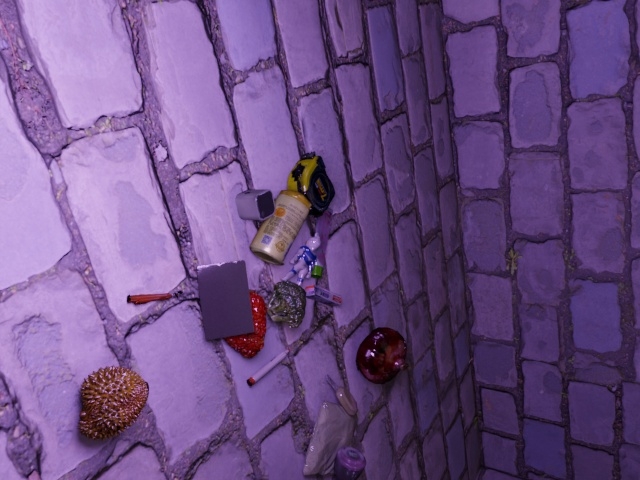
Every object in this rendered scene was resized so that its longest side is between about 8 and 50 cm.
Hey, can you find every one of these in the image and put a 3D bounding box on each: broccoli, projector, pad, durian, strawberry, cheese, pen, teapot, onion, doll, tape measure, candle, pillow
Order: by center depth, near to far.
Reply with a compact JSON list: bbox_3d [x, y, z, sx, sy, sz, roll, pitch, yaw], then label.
[{"bbox_3d":[-0.473,0.363,1.231,0.168,0.137,0.158,-21,131,-44],"label":"durian"},{"bbox_3d":[-0.420,0.146,1.383,0.167,0.021,0.026,1,72,-55],"label":"candle"},{"bbox_3d":[-0.268,0.167,1.526,0.143,0.003,0.211,-7,92,-19],"label":"pad"},{"bbox_3d":[-0.224,0.259,1.610,0.174,0.098,0.228,-15,103,-53],"label":"strawberry"},{"bbox_3d":[-0.196,-0.109,1.634,0.083,0.082,0.083,-32,119,-50],"label":"projector"},{"bbox_3d":[-0.105,0.207,1.752,0.162,0.138,0.146,58,0,5],"label":"broccoli"},{"bbox_3d":[-0.165,0.411,1.776,0.218,0.026,0.026,-32,118,-50],"label":"pen"},{"bbox_3d":[-0.042,-0.178,1.834,0.199,0.112,0.186,62,38,-30],"label":"tape measure"},{"bbox_3d":[-0.056,0.070,1.883,0.114,0.057,0.227,50,62,-38],"label":"doll"},{"bbox_3d":[0.096,0.855,2.042,0.116,0.148,0.146,17,105,-13],"label":"teapot"},{"bbox_3d":[0.052,0.771,2.083,0.281,0.076,0.274,35,66,-51],"label":"pillow"},{"bbox_3d":[0.078,0.592,2.099,0.192,0.037,0.097,54,12,-18],"label":"cheese"},{"bbox_3d":[0.271,0.484,2.256,0.252,0.219,0.252,-15,110,-46],"label":"onion"}]

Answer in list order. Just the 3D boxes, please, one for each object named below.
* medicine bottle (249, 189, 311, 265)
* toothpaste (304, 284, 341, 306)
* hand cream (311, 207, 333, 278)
[{"bbox_3d":[-0.121,-0.048,1.695,0.124,0.124,0.238,46,63,-47],"label":"medicine bottle"},{"bbox_3d":[0.010,0.207,2.003,0.196,0.047,0.040,29,55,-53],"label":"toothpaste"},{"bbox_3d":[0.001,0.000,1.976,0.079,0.050,0.275,72,26,-70],"label":"hand cream"}]
